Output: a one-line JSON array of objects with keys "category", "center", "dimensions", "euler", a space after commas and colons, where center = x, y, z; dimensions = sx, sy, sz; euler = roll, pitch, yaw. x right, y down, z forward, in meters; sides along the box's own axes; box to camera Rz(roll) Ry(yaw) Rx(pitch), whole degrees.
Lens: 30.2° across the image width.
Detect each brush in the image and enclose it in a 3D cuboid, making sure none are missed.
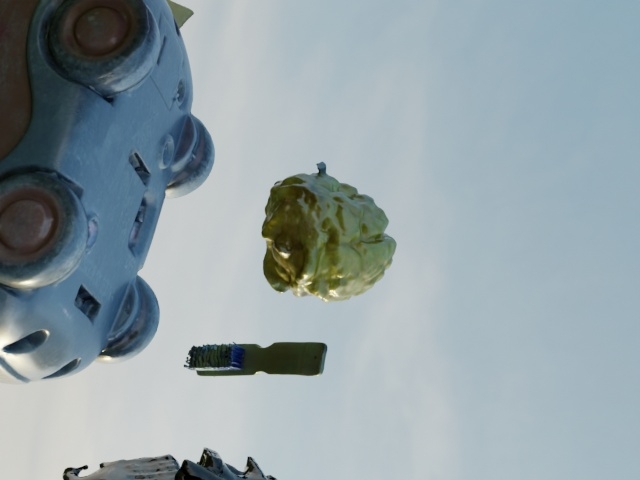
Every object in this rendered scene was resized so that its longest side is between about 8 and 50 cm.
[{"category": "brush", "center": [-0.066, 0.112, 1.143], "dimensions": [0.178, 0.030, 0.033], "euler": [-7, -117, 44]}]

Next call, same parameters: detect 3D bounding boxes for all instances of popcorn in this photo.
[{"category": "popcorn", "center": [0.004, -0.010, 1.387], "dimensions": [0.173, 0.173, 0.142], "euler": [-108, -159, -46]}]

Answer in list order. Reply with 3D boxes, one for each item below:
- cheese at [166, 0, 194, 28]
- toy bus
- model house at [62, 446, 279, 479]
[{"category": "cheese", "center": [-0.232, -0.215, 1.121], "dimensions": [0.093, 0.171, 0.126], "euler": [-31, -157, 56]}, {"category": "toy bus", "center": [-0.220, -0.055, 0.823], "dimensions": [0.197, 0.232, 0.294], "euler": [68, 36, -68]}, {"category": "model house", "center": [-0.091, 0.216, 0.825], "dimensions": [0.141, 0.164, 0.203], "euler": [-50, -155, -6]}]
